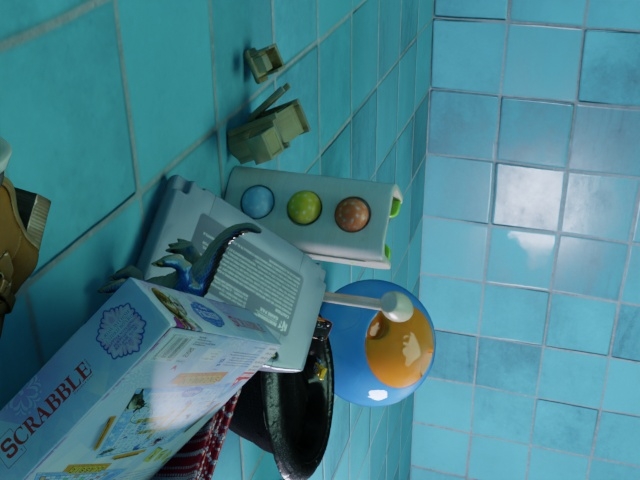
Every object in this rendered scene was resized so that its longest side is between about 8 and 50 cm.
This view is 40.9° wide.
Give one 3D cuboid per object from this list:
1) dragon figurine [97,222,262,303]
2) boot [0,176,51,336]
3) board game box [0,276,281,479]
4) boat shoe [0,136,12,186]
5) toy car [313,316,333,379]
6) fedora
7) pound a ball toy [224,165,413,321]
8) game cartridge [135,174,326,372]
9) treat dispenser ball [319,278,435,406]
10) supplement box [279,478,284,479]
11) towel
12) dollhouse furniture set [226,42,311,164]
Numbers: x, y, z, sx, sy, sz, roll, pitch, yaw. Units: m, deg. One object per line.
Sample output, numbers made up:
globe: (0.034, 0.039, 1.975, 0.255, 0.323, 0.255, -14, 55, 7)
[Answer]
dragon figurine: (-0.169, 0.083, 1.042, 0.144, 0.289, 0.085, 61, 9, -14)
boot: (-0.314, 0.013, 0.747, 0.197, 0.072, 0.153, 36, 69, -67)
board game box: (-0.213, 0.189, 0.883, 0.318, 0.066, 0.318, -46, 162, 3)
boat shoe: (-0.337, 0.010, 0.561, 0.324, 0.116, 0.097, -43, 150, -53)
toy car: (-0.018, 0.173, 1.424, 0.040, 0.060, 0.122, 43, -49, 53)
fedora: (-0.088, 0.250, 1.475, 0.334, 0.152, 0.334, 0, 90, -70)
pound a ball toy: (0.000, 0.000, 1.370, 0.136, 0.319, 0.208, 44, 56, -70)
game cartridge: (-0.124, 0.064, 1.205, 0.297, 0.062, 0.198, 35, 63, -33)
treat dispenser ball: (0.118, 0.233, 1.951, 0.288, 0.288, 0.288, 8, 90, -74)
supplement box: (-0.021, 0.651, 1.848, 0.129, 0.191, 0.194, 80, 25, -47)
towel: (-0.196, 0.253, 1.080, 0.031, 0.198, 0.275, 39, 55, -37)
dollhouse furniture set: (-0.116, -0.209, 1.344, 0.161, 0.101, 0.182, 68, 25, -13)
